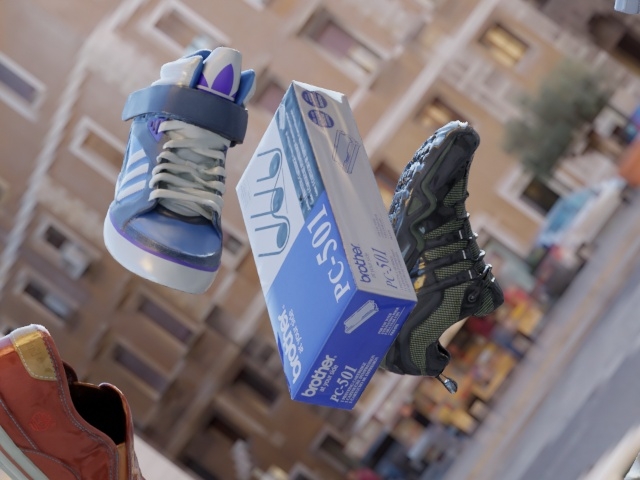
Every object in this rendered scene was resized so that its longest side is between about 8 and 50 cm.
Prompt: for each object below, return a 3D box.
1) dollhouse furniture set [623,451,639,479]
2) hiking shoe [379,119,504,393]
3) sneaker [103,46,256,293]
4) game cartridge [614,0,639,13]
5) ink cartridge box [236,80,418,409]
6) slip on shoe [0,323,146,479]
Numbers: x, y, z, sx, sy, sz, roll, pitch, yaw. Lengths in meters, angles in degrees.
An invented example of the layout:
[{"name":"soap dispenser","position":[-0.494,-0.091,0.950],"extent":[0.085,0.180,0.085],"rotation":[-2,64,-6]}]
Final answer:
[{"name":"dollhouse furniture set","position":[0.234,0.243,1.254],"extent":[0.183,0.129,0.129],"rotation":[-42,-35,-58]},{"name":"hiking shoe","position":[0.107,0.012,1.642],"extent":[0.086,0.114,0.227],"rotation":[-89,17,-75]},{"name":"sneaker","position":[-0.150,-0.102,2.192],"extent":[0.323,0.130,0.236],"rotation":[-112,42,-66]},{"name":"game cartridge","position":[0.182,-0.161,1.108],"extent":[0.083,0.017,0.056],"rotation":[-56,-28,-61]},{"name":"ink cartridge box","position":[0.000,0.000,1.240],"extent":[0.097,0.046,0.207],"rotation":[-61,30,32]},{"name":"slip on shoe","position":[-0.191,0.174,1.611],"extent":[0.101,0.123,0.331],"rotation":[-36,-39,-1]}]
